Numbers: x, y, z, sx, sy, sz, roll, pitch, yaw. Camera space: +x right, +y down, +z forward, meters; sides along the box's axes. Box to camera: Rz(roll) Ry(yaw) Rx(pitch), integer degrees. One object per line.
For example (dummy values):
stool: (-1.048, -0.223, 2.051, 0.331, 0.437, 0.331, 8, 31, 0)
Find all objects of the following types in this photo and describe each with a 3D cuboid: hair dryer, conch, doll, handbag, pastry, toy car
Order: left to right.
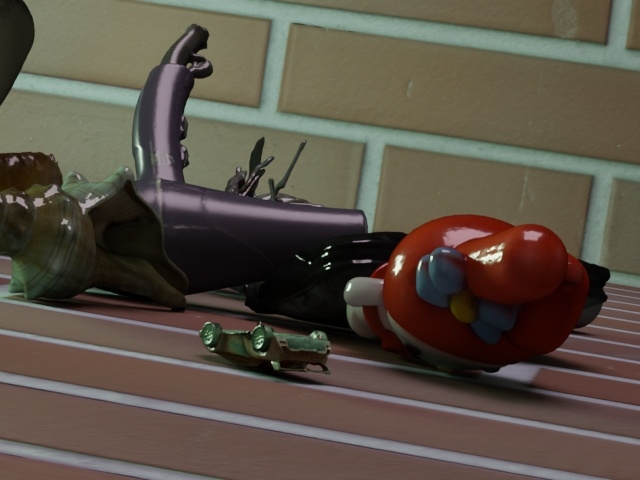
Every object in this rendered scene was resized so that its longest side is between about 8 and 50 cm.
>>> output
pastry: (-0.403, -0.054, 2.218, 0.182, 0.093, 0.192, -7, 0, 38)
conch: (-0.220, -0.013, 1.701, 0.234, 0.137, 0.114, -3, 27, -47)
hair dryer: (-0.113, -0.094, 1.918, 0.301, 0.361, 0.121, 0, -40, -6)
toy car: (-0.045, 0.079, 1.407, 0.059, 0.035, 0.122, 7, -5, -37)
handbag: (0.104, 0.049, 1.805, 0.332, 0.075, 0.192, 5, -17, -28)
doll: (0.127, 0.043, 1.564, 0.161, 0.129, 0.290, 19, -17, -25)

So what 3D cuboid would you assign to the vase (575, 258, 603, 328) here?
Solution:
vase: (0.239, 0.066, 2.216, 0.086, 0.086, 0.214, 11, 8, 43)

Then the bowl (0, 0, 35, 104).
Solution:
bowl: (-0.524, -0.207, 2.195, 0.354, 0.185, 0.354, 9, -23, 4)

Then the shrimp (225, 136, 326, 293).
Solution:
shrimp: (-0.005, 0.003, 2.022, 0.411, 0.166, 0.221, 21, -26, 32)
